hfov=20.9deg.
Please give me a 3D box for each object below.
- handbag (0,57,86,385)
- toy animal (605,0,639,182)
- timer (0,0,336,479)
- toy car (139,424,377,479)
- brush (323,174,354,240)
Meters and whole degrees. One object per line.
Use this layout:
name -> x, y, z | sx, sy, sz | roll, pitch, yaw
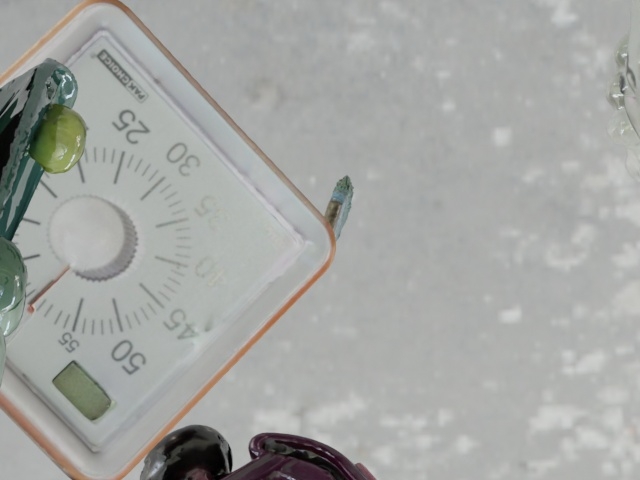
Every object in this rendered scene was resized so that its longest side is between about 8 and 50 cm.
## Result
handbag -> -0.183, 0.064, 0.769 | 0.100, 0.269, 0.274 | 14, 122, -9
toy animal -> 0.293, -0.104, 1.201 | 0.204, 0.208, 0.156 | 0, 151, -21
timer -> -0.170, 0.009, 1.235 | 0.257, 0.250, 0.161 | 47, 150, -8
toy car -> -0.075, 0.317, 1.300 | 0.341, 0.271, 0.240 | -28, 136, -17
brush -> 0.000, 0.000, 1.592 | 0.021, 0.196, 0.070 | 20, 114, 5
